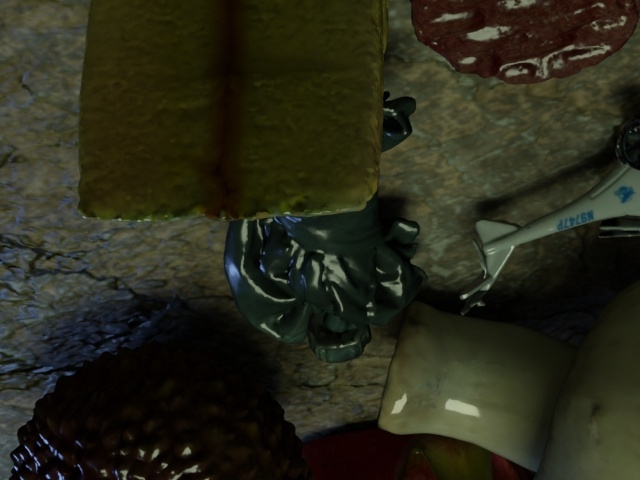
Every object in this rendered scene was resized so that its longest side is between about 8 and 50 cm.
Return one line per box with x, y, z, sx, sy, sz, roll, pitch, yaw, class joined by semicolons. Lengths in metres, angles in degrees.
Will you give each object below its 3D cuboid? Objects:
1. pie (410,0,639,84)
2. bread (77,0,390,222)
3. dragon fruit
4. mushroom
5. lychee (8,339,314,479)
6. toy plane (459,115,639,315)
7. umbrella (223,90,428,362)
0.128;-0.152;1.076;0.153;0.038;0.153;-4;148;-3;pie
-0.045;-0.071;0.975;0.168;0.264;0.163;-1;143;4;bread
0.080;0.322;1.577;0.305;0.226;0.305;-4;147;-2;dragon fruit
0.242;0.158;1.315;0.356;0.315;0.315;23;136;-29;mushroom
-0.112;0.202;1.386;0.271;0.271;0.271;-4;145;-3;lychee
0.222;-0.040;1.225;0.273;0.107;0.182;-16;-169;45;toy plane
0.002;0.002;1.228;0.143;0.094;0.349;1;148;5;umbrella
